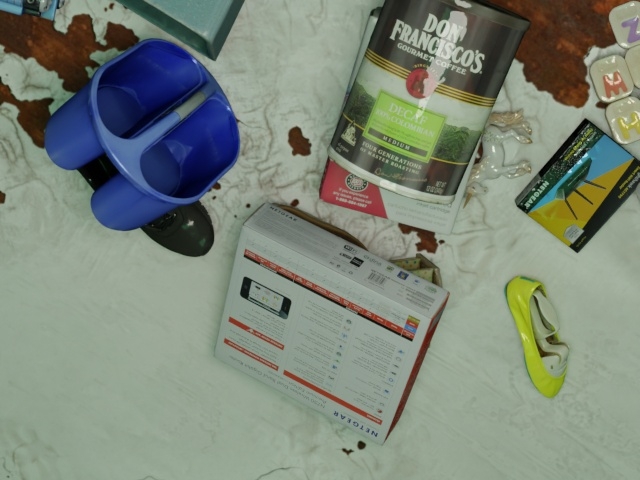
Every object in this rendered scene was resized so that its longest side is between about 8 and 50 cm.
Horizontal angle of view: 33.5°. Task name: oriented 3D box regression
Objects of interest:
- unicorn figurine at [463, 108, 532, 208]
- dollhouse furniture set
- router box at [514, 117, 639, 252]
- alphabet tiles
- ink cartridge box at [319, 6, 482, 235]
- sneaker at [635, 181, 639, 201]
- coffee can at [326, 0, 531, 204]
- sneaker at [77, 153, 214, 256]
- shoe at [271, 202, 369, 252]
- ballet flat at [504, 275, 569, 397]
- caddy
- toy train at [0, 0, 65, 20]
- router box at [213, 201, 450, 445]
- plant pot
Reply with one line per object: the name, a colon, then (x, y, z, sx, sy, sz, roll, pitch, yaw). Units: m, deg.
unicorn figurine: (0.287, -0.132, 1.732, 0.111, 0.060, 0.162, 0, 92, 6)
dollhouse furniture set: (0.100, 0.120, 1.769, 0.182, 0.101, 0.161, -7, 107, -15)
router box: (0.426, -0.089, 1.733, 0.133, 0.046, 0.179, 36, 107, -7)
alphabet tiles: (0.570, -0.257, 1.635, 0.284, 0.021, 0.278, -20, 87, 11)
ink cartridge box: (0.143, -0.188, 1.683, 0.226, 0.131, 0.306, 15, 110, 0)
sneaker: (0.607, -0.100, 1.708, 0.217, 0.079, 0.121, -37, 129, -2)
coffee can: (0.149, -0.216, 1.500, 0.202, 0.201, 0.275, 21, 107, -2)
sneaker: (-0.301, -0.064, 1.764, 0.286, 0.130, 0.109, 38, 105, -9)
shoe: (0.000, 0.000, 1.796, 0.219, 0.058, 0.076, 33, 94, -19)
ballet flat: (0.378, 0.166, 1.795, 0.077, 0.077, 0.231, -5, 110, 51)
caddy: (-0.254, -0.171, 1.630, 0.179, 0.341, 0.241, -28, 105, 30)
toy train: (-0.500, -0.399, 1.680, 0.184, 0.105, 0.080, 16, 109, -7)
router box: (0.006, 0.138, 1.733, 0.335, 0.082, 0.301, 27, 129, 13)
plant pot: (-0.200, -0.449, 1.582, 0.248, 0.247, 0.252, 32, 90, -5)
